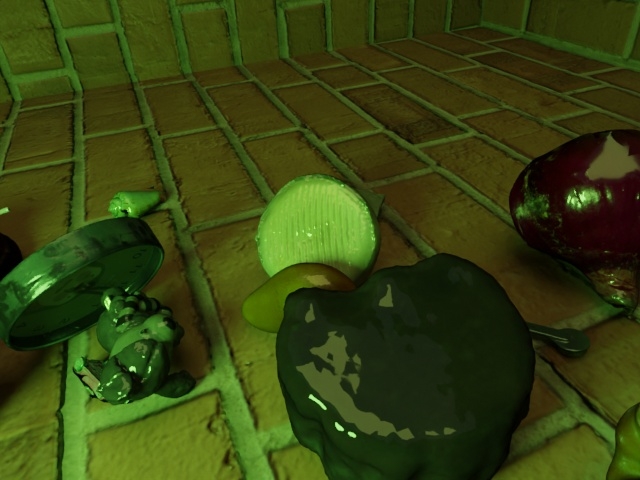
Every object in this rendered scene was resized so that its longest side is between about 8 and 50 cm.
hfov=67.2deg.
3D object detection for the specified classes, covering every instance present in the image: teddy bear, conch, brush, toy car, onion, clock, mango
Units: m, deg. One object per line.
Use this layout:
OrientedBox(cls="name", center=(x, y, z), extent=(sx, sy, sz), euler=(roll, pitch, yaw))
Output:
OrientedBox(cls="teddy bear", center=(-0.296, 0.190, 0.851), extent=(0.144, 0.171, 0.251), euler=(-52, 39, -2))
OrientedBox(cls="conch", center=(-0.511, -0.105, 1.360), extent=(0.106, 0.079, 0.170), euler=(39, 45, 25))
OrientedBox(cls="brush", center=(0.379, 0.166, 0.945), extent=(0.266, 0.027, 0.062), euler=(15, 39, 30))
OrientedBox(cls="toy car", center=(-0.384, 0.253, 0.853), extent=(0.142, 0.069, 0.055), euler=(25, 86, 33))
OrientedBox(cls="onion", center=(0.589, -0.034, 1.007), extent=(0.348, 0.348, 0.385), euler=(-2, 71, 3))
OrientedBox(cls="clock", center=(-0.440, 0.083, 0.900), extent=(0.319, 0.319, 0.066), euler=(-35, 79, -36))
OrientedBox(cls="mango", center=(-0.048, 0.113, 0.928), extent=(0.253, 0.138, 0.113), euler=(-14, 30, 26))

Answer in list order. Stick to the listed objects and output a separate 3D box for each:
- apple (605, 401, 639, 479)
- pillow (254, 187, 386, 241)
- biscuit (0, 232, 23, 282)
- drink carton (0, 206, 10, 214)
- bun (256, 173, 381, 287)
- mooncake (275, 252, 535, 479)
OrientedBox(cls="apple", center=(0.504, 0.317, 0.503), extent=(0.365, 0.295, 0.329), euler=(15, 13, 29))
OrientedBox(cls="pillow", center=(0.007, -0.067, 1.254), extent=(0.281, 0.076, 0.274), euler=(9, 40, 18))
OrientedBox(cls="biscuit", center=(-0.915, 0.091, 1.102), extent=(0.408, 0.091, 0.407), euler=(-3, 35, 2))
OrientedBox(cls="drink carton", center=(-0.843, -0.034, 1.148), extent=(0.200, 0.074, 0.084), euler=(-9, 32, -16))
OrientedBox(cls="bun", center=(0.000, 0.000, 1.067), extent=(0.287, 0.146, 0.287), euler=(-5, 72, 16))
OrientedBox(cls="mooncake", center=(0.123, 0.207, 0.742), extent=(0.381, 0.212, 0.350), euler=(-1, 40, -1))
